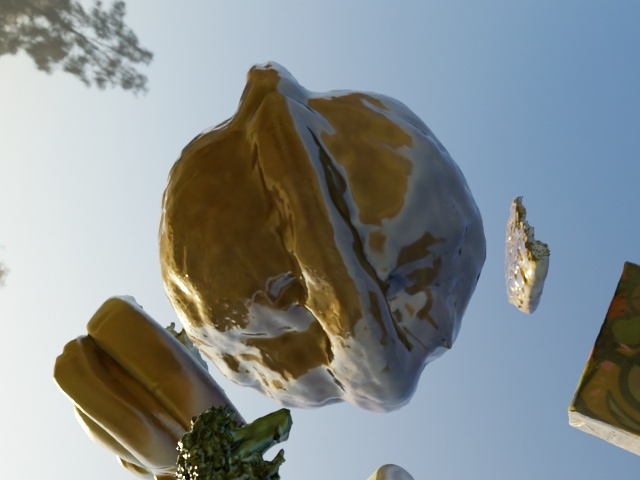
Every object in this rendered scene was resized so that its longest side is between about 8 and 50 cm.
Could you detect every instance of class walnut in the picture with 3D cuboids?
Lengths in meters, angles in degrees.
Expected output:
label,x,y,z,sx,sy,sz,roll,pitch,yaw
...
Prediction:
label,x,y,z,sx,sy,sz,roll,pitch,yaw
walnut,-0.003,0.012,0.701,0.383,0.383,0.384,-26,-129,37

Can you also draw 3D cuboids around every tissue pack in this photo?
label,x,y,z,sx,sy,sz,roll,pitch,yaw
tissue pack,0.282,0.102,0.510,0.108,0.060,0.148,19,-106,34

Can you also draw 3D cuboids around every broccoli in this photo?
label,x,y,z,sx,sy,sz,roll,pitch,yaw
broccoli,-0.060,0.154,0.448,0.095,0.091,0.097,58,-22,34

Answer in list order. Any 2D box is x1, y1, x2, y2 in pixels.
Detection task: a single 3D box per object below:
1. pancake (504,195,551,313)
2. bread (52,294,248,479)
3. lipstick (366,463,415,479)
label,x,y,z,sx,sy,sz,roll,pitch,yaw
pancake,0.361,0.010,1.090,0.057,0.266,0.245,5,-123,11
bread,-0.309,0.298,1.180,0.245,0.424,0.329,-34,-148,-7
lipstick,0.020,0.222,0.465,0.141,0.040,0.040,-52,-141,25
